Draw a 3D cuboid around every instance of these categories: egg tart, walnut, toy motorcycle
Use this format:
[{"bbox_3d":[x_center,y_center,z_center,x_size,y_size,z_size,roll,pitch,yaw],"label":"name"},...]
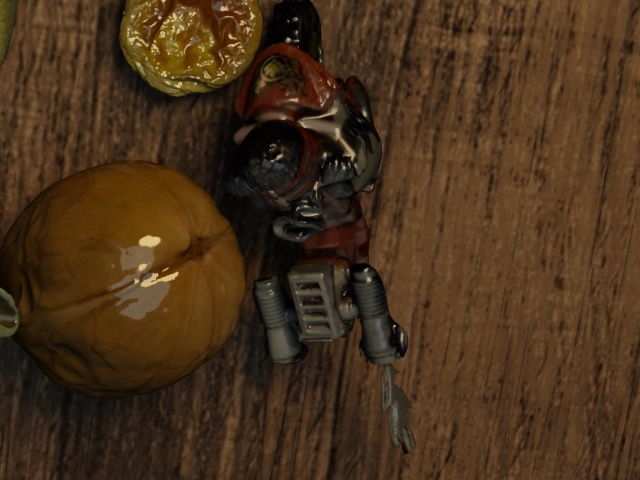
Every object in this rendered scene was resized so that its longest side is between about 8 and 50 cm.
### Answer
[{"bbox_3d":[-0.115,-0.190,1.017,0.130,0.052,0.130,-3,104,-14],"label":"egg tart"},{"bbox_3d":[-0.165,0.035,0.970,0.193,0.225,0.193,18,58,-31],"label":"walnut"},{"bbox_3d":[0.000,0.000,1.011,0.134,0.207,0.401,-6,107,13],"label":"toy motorcycle"}]

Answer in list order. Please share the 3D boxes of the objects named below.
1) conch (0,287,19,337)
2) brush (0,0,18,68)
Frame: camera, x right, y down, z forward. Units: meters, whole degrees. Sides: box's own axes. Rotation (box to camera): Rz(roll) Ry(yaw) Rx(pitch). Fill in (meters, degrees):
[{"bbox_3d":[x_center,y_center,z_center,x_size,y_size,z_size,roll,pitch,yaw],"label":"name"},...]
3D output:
[{"bbox_3d":[-0.426,-0.012,0.914,0.386,0.169,0.203,9,107,-16],"label":"conch"},{"bbox_3d":[-0.295,-0.124,0.980,0.067,0.072,0.313,4,102,-29],"label":"brush"}]
